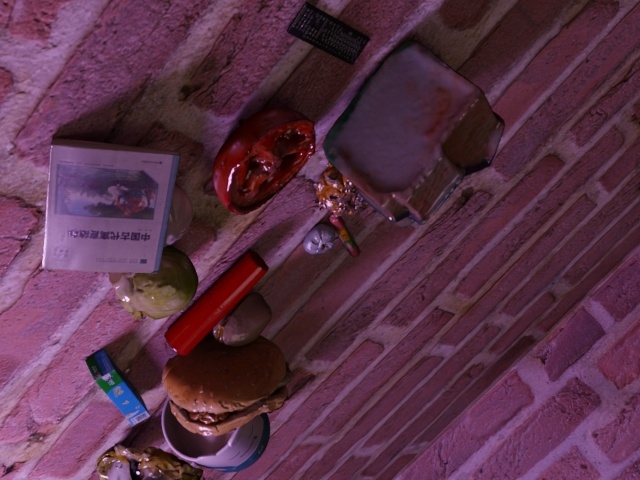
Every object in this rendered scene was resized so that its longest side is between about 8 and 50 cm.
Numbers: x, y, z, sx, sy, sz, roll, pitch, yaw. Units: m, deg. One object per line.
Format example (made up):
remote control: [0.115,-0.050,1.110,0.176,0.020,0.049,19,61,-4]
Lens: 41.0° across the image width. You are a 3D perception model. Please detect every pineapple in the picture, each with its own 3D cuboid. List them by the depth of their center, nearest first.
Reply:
pineapple: [0.083,-0.126,1.865,0.224,0.076,0.225,-28,147,-20]

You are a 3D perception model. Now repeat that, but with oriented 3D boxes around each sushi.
sushi: [-0.433,0.571,2.104,0.139,0.290,0.131,39,60,-54]

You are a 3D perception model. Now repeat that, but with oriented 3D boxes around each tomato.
tomato: [-0.115,-0.163,1.593,0.228,0.101,0.228,-35,156,-18]

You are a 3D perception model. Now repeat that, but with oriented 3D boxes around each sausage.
sausage: [0.059,-0.012,2.029,0.029,0.029,0.223,-37,149,-2]

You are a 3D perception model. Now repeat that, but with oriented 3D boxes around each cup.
cup: [-0.235,0.436,2.155,0.290,0.219,0.258,-60,153,-13]

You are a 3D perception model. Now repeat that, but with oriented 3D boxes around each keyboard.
keyboard: [0.017,-0.368,1.541,0.198,0.010,0.064,12,121,-52]

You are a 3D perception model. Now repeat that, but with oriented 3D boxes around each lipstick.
lipstick: [-0.230,0.139,1.890,0.279,0.073,0.073,-44,149,10]

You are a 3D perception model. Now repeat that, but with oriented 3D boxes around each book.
book: [-0.365,-0.051,1.472,0.214,0.025,0.283,3,132,-16]

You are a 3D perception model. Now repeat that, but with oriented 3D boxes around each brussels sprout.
brussels sprout: [-0.317,0.077,1.671,0.145,0.131,0.183,-20,152,12]

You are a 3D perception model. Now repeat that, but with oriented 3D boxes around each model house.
model house: [0.203,-0.190,1.743,0.312,0.245,0.280,-52,155,5]

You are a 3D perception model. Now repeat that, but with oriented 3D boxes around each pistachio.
pistachio: [-0.180,0.183,1.954,0.149,0.113,0.113,-39,157,-43]

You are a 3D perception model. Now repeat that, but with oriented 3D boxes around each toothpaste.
toothpaste: [-0.451,0.333,1.921,0.050,0.065,0.267,-28,148,-10]

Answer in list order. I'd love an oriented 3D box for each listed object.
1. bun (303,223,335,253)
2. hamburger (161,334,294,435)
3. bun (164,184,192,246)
bun: [0.000,0.000,1.969,0.083,0.045,0.083,-22,143,-18]
hamburger: [-0.212,0.316,1.964,0.283,0.259,0.145,-20,117,-38]
bun: [-0.293,-0.034,1.579,0.138,0.094,0.138,-25,143,-20]
